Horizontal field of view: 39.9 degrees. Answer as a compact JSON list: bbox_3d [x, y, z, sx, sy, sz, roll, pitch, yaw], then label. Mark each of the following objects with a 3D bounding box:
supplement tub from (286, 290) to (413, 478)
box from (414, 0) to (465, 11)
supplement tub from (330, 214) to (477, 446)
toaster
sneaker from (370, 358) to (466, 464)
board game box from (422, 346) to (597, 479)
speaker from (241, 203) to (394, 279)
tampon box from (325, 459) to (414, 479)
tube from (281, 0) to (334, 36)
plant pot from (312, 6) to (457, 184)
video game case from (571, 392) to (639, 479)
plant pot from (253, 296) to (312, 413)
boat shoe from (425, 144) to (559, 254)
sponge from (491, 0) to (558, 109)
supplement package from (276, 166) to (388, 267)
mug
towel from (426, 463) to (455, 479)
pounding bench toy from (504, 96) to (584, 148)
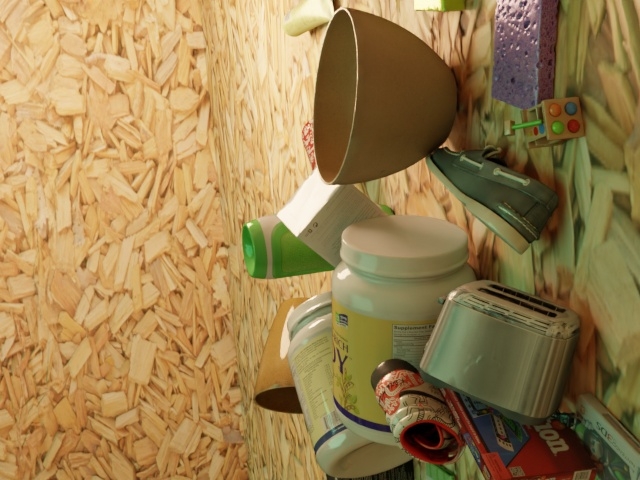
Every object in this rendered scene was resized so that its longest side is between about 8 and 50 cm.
[{"bbox_3d":[0.068,0.282,1.763,0.235,0.235,0.324,106,152,-53],"label":"supplement tub"},{"bbox_3d":[0.185,-0.452,1.384,0.109,0.042,0.178,-142,47,-66],"label":"box"},{"bbox_3d":[0.138,0.145,1.468,0.241,0.241,0.331,-135,40,-63],"label":"supplement tub"},{"bbox_3d":[0.253,0.148,1.191,0.227,0.129,0.146,21,106,29],"label":"toaster"},{"bbox_3d":[0.196,0.284,1.313,0.090,0.270,0.145,-50,30,19],"label":"sneaker"},{"bbox_3d":[0.256,0.236,1.237,0.281,0.145,0.027,-114,25,-57],"label":"board game box"},{"bbox_3d":[0.000,0.000,1.751,0.131,0.297,0.131,172,90,-73],"label":"speaker"},{"bbox_3d":[0.103,0.495,1.874,0.120,0.161,0.101,-159,63,-70],"label":"tampon box"},{"bbox_3d":[-0.020,-0.519,2.010,0.070,0.062,0.240,41,165,-16],"label":"tube"},{"bbox_3d":[0.111,-0.227,1.439,0.284,0.191,0.284,-178,90,-77],"label":"plant pot"},{"bbox_3d":[0.376,0.324,1.145,0.173,0.022,0.190,-125,32,-57],"label":"video game case"},{"bbox_3d":[-0.047,0.282,2.214,0.237,0.237,0.254,114,159,-60],"label":"plant pot"},{"bbox_3d":[0.251,-0.083,1.303,0.099,0.116,0.319,-48,24,9],"label":"boat shoe"},{"bbox_3d":[0.275,-0.285,1.186,0.117,0.031,0.210,-135,41,-63],"label":"sponge"},{"bbox_3d":[0.065,-0.008,1.601,0.134,0.244,0.139,-50,27,2],"label":"supplement package"},{"bbox_3d":[0.036,-0.205,1.927,0.113,0.150,0.169,49,-170,-36],"label":"mug"},{"bbox_3d":[0.238,0.506,1.687,0.113,0.023,0.152,-168,74,-70],"label":"towel"},{"bbox_3d":[0.284,-0.149,1.126,0.065,0.083,0.052,162,100,-74],"label":"pounding bench toy"}]
